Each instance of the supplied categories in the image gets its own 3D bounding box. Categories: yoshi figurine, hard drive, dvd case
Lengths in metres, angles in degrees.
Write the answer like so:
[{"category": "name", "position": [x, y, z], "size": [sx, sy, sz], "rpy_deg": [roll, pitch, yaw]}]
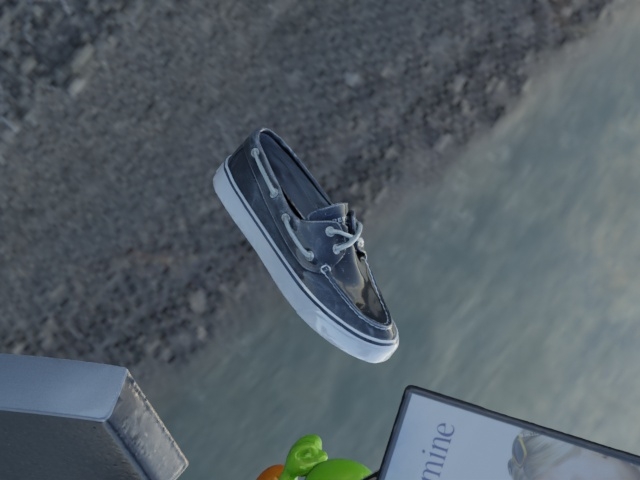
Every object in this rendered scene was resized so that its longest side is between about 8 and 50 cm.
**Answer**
[{"category": "yoshi figurine", "position": [-0.009, 0.364, 1.857], "size": [0.362, 0.204, 0.203], "rpy_deg": [130, -18, -77]}, {"category": "hard drive", "position": [-0.263, 0.168, 1.289], "size": [0.172, 0.255, 0.054], "rpy_deg": [67, 33, -45]}, {"category": "dvd case", "position": [0.163, 0.240, 1.168], "size": [0.022, 0.253, 0.180], "rpy_deg": [53, 54, -75]}]

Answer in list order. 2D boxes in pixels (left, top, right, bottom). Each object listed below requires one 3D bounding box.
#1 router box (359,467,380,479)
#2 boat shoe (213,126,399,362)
[{"category": "router box", "position": [0.114, 0.253, 1.313], "size": [0.179, 0.133, 0.046], "rpy_deg": [-22, 167, -44]}, {"category": "boat shoe", "position": [0.000, 0.000, 1.613], "size": [0.108, 0.301, 0.102], "rpy_deg": [-11, 149, -53]}]
